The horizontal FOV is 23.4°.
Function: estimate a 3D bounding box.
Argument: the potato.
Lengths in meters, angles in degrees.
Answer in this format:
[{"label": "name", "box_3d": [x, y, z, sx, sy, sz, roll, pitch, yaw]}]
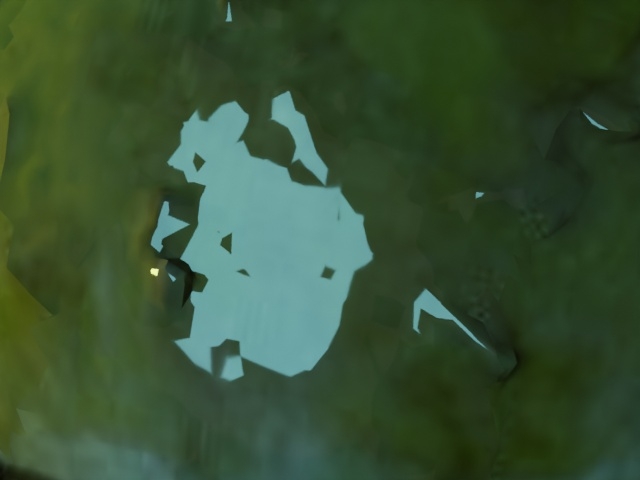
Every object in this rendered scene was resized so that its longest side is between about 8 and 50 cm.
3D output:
[{"label": "potato", "box_3d": [0.040, -0.075, 0.525, 0.442, 0.385, 0.319, 8, 93, 3]}]
